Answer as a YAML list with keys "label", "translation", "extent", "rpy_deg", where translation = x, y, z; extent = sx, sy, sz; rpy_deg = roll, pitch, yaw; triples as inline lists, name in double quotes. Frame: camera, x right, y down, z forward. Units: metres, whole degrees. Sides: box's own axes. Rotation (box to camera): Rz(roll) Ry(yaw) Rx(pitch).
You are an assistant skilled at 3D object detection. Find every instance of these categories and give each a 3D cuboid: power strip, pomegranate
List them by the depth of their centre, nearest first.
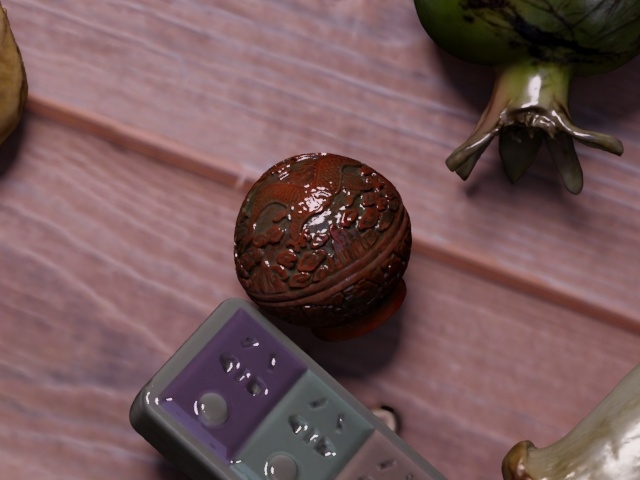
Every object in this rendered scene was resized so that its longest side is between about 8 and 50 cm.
- label: "power strip"
  translation: [-0.015, 0.151, 0.778]
  extent: [0.216, 0.061, 0.145]
  rpy_deg: [42, 60, 3]
- label: "pomegranate"
  translation: [0.117, -0.125, 0.816]
  extent: [0.152, 0.131, 0.191]
  rpy_deg: [11, 89, -6]

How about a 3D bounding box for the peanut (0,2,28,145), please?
- label: "peanut"
  translation: [-0.212, -0.059, 0.805]
  extent: [0.089, 0.089, 0.192]
  rpy_deg: [16, 85, -2]

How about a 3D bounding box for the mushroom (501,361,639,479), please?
- label: "mushroom"
  translation: [0.235, 0.080, 0.819]
  extent: [0.312, 0.081, 0.100]
  rpy_deg: [-35, 92, -10]

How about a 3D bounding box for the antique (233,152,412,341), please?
- label: "antique"
  translation: [0.000, 0.000, 0.802]
  extent: [0.104, 0.104, 0.104]
  rpy_deg: [1, 82, -4]
